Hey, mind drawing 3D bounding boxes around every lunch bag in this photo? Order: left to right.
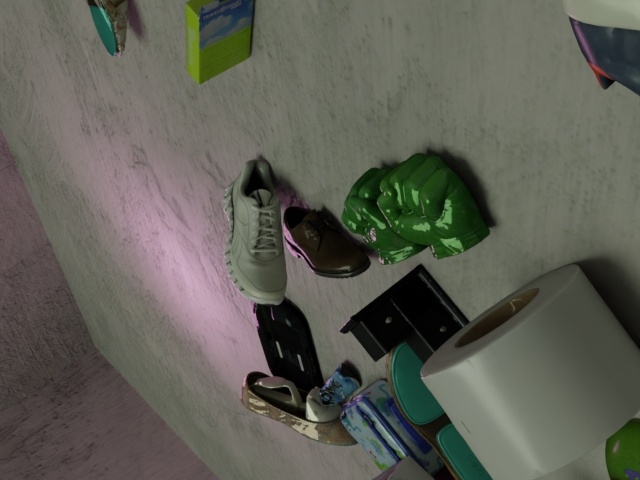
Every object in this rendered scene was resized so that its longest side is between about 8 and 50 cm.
[{"bbox_3d":[0.144,0.392,1.929,0.219,0.090,0.176,52,153,4],"label":"lunch bag"}]

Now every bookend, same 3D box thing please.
[{"bbox_3d":[0.143,0.149,1.526,0.156,0.157,0.072,52,156,9],"label":"bookend"}]

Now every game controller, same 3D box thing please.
[{"bbox_3d":[-0.073,0.246,2.188,0.166,0.067,0.319,19,140,31],"label":"game controller"}]

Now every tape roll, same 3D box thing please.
[{"bbox_3d":[0.271,0.165,1.207,0.169,0.246,0.246,55,156,1],"label":"tape roll"}]

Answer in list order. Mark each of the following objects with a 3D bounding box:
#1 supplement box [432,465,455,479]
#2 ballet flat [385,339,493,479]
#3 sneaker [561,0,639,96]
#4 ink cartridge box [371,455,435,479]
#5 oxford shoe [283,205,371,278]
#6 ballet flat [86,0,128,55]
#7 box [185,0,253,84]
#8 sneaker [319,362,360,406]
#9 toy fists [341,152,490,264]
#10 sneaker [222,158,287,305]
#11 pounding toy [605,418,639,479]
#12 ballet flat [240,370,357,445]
[{"bbox_3d":[0.239,0.494,1.925,0.043,0.055,0.083,47,156,14],"label":"supplement box"},{"bbox_3d":[0.208,0.288,1.664,0.342,0.116,0.124,54,-176,-16],"label":"ballet flat"},{"bbox_3d":[0.361,-0.152,0.792,0.350,0.131,0.148,34,156,50],"label":"sneaker"},{"bbox_3d":[0.192,0.585,1.870,0.272,0.130,0.309,42,155,8],"label":"ink cartridge box"},{"bbox_3d":[0.000,0.000,1.686,0.227,0.083,0.096,28,143,45],"label":"oxford shoe"},{"bbox_3d":[-0.413,-0.471,1.834,0.091,0.077,0.241,29,148,46],"label":"ballet flat"},{"bbox_3d":[-0.159,-0.335,1.504,0.042,0.109,0.178,48,155,19],"label":"box"},{"bbox_3d":[0.036,0.320,2.046,0.063,0.073,0.162,47,155,18],"label":"sneaker"},{"bbox_3d":[0.122,-0.043,1.391,0.142,0.096,0.279,60,157,-9],"label":"toy fists"},{"bbox_3d":[-0.115,-0.019,1.743,0.118,0.110,0.292,121,143,-49],"label":"sneaker"},{"bbox_3d":[0.423,0.329,1.305,0.237,0.110,0.183,48,155,14],"label":"pounding toy"},{"bbox_3d":[-0.046,0.373,2.158,0.316,0.107,0.106,14,125,21],"label":"ballet flat"}]
